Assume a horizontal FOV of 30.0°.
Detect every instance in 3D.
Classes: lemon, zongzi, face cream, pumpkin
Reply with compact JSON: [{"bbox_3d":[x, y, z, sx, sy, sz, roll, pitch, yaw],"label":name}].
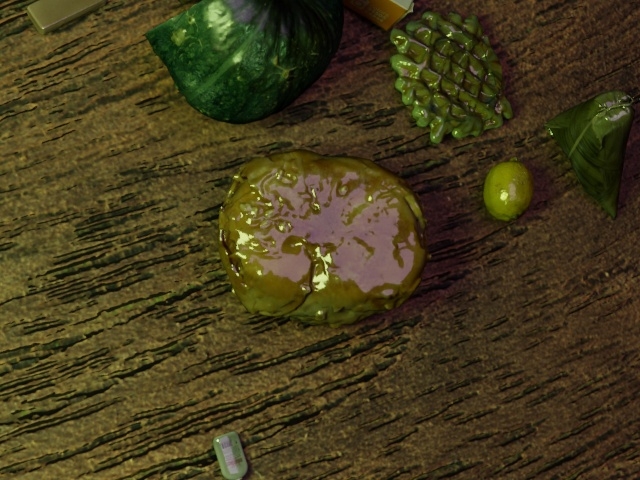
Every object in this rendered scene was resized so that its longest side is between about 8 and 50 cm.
[{"bbox_3d":[0.304,-0.084,1.931,0.082,0.082,0.111,17,67,-17],"label":"lemon"},{"bbox_3d":[0.475,-0.136,1.949,0.094,0.205,0.205,-23,89,-15],"label":"zongzi"},{"bbox_3d":[-0.124,0.314,1.688,0.040,0.021,0.083,-14,82,-24],"label":"face cream"},{"bbox_3d":[-0.085,-0.284,1.732,0.293,0.263,0.197,-37,102,-33],"label":"pumpkin"}]

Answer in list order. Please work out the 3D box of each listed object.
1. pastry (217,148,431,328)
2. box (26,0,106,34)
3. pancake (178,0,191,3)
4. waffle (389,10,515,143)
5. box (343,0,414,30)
[{"bbox_3d":[0.000,0.000,1.742,0.310,0.162,0.255,13,82,-8],"label":"pastry"},{"bbox_3d":[-0.373,-0.345,1.757,0.115,0.025,0.048,-34,85,-26],"label":"box"},{"bbox_3d":[-0.124,-0.400,1.785,0.199,0.199,0.021,-31,103,-26],"label":"pancake"},{"bbox_3d":[0.213,-0.273,1.958,0.204,0.054,0.224,-17,84,-24],"label":"waffle"},{"bbox_3d":[0.049,-0.500,1.931,0.273,0.091,0.221,27,67,-14],"label":"box"}]
